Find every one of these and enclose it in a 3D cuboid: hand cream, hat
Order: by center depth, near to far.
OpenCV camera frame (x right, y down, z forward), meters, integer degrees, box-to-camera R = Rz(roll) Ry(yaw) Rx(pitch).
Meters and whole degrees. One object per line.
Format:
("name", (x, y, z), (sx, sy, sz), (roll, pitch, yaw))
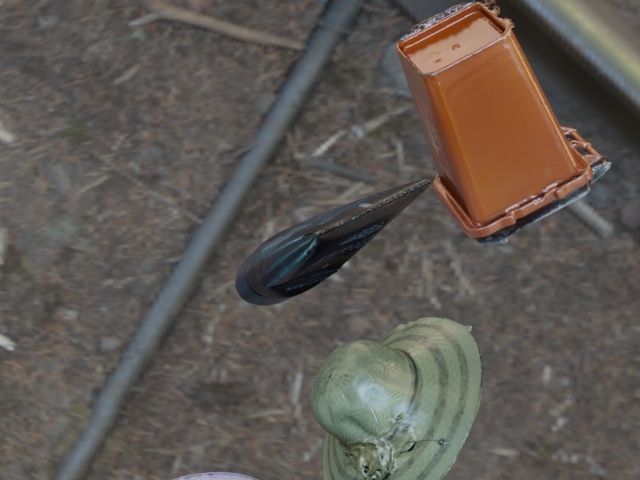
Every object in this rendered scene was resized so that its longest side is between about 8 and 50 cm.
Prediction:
("hand cream", (0.000, 0.000, 1.352), (0.120, 0.270, 0.061), (-25, 85, -25))
("hat", (0.051, 0.168, 1.643), (0.110, 0.252, 0.252), (31, 76, -30))

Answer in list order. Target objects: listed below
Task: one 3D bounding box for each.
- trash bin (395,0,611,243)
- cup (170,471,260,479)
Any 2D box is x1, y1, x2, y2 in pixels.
("trash bin", (0.199, -0.140, 1.708), (0.184, 0.161, 0.238), (-26, 121, -2))
("cup", (-0.090, 0.378, 1.428), (0.253, 0.253, 0.274), (-26, 123, -25))
